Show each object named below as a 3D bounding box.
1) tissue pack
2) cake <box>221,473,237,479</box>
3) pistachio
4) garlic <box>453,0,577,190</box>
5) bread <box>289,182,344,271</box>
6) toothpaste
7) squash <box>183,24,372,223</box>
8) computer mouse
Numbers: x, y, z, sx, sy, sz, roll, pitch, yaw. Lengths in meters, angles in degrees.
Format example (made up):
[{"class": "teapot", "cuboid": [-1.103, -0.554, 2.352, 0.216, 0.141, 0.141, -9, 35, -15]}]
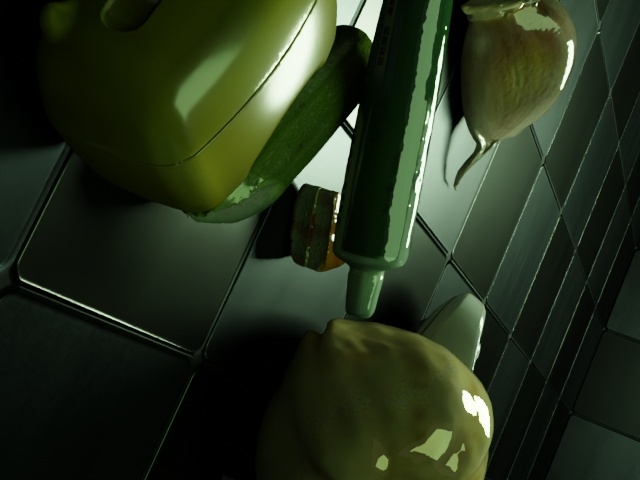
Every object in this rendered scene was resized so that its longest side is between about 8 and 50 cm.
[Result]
[{"class": "tissue pack", "cuboid": [-0.073, -0.117, 0.536, 0.178, 0.123, 0.127, -58, 156, -21]}, {"class": "cake", "cuboid": [-0.100, 0.281, 0.852, 0.121, 0.052, 0.065, -49, 150, -38]}, {"class": "pistachio", "cuboid": [0.057, 0.189, 0.906, 0.238, 0.229, 0.321, 69, 11, 15]}, {"class": "garlic", "cuboid": [0.226, -0.187, 1.119, 0.128, 0.148, 0.267, -97, -178, -56]}, {"class": "bread", "cuboid": [0.000, 0.000, 0.856, 0.062, 0.043, 0.109, -62, 155, -20]}, {"class": "toothpaste", "cuboid": [0.062, -0.128, 0.715, 0.099, 0.061, 0.392, -93, -168, -79]}, {"class": "squash", "cuboid": [-0.026, -0.089, 0.712, 0.239, 0.069, 0.069, -51, 148, -36]}, {"class": "computer mouse", "cuboid": [0.122, 0.205, 1.164, 0.184, 0.121, 0.297, 70, 33, -66]}]
